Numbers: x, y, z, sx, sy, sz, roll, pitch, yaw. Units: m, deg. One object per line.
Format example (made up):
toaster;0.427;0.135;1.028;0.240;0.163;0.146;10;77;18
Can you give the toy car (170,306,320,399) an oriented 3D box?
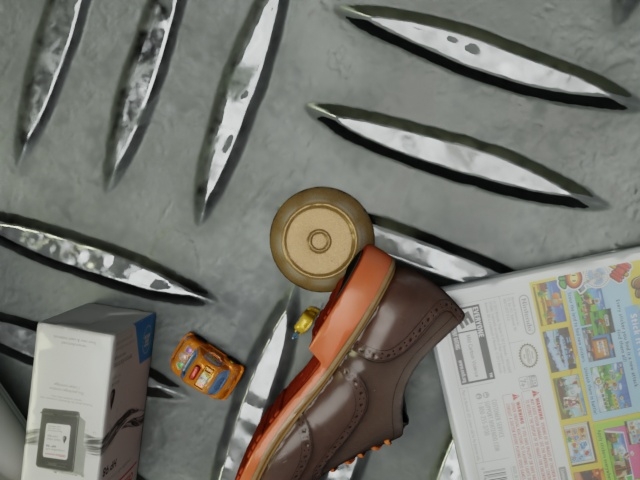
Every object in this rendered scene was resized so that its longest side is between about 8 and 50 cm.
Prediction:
toy car;-0.064;0.077;0.713;0.122;0.040;0.060;-40;88;9

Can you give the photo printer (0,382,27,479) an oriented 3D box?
photo printer;-0.384;0.150;0.728;0.256;0.107;0.307;-35;90;9

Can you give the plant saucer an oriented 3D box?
plant saucer;0.000;0.000;0.712;0.083;0.015;0.083;1;95;8

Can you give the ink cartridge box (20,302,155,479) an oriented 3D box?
ink cartridge box;-0.178;0.146;0.702;0.060;0.104;0.180;8;96;6

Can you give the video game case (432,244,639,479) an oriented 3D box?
video game case;0.201;0.127;0.690;0.206;0.026;0.227;-13;91;8

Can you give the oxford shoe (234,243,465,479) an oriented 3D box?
oxford shoe;0.009;0.141;0.678;0.098;0.097;0.271;29;105;-2
